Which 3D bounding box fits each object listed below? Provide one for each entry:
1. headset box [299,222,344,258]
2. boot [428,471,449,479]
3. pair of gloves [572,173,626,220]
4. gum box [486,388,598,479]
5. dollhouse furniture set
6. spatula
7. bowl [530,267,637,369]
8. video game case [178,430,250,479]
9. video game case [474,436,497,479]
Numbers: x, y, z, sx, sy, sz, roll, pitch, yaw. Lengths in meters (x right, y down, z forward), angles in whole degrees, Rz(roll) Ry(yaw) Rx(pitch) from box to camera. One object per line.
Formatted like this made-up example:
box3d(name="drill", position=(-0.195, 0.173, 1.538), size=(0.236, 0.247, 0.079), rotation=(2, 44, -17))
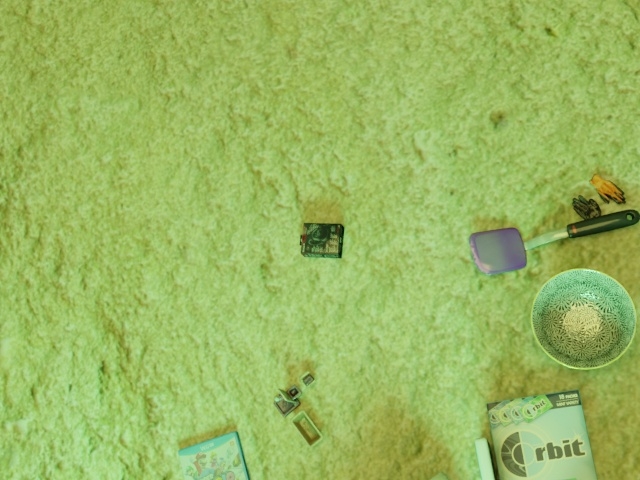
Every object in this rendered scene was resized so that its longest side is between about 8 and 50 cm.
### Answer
box3d(name="headset box", position=(0.000, 0.000, 1.682), size=(0.083, 0.032, 0.062), rotation=(1, 74, 16))
box3d(name="boot", position=(0.162, 0.496, 1.414), size=(0.244, 0.088, 0.176), rotation=(-19, 66, -37))
box3d(name="pair of gloves", position=(0.497, -0.070, 1.583), size=(0.074, 0.010, 0.083), rotation=(42, 91, 20))
box3d(name="gum box", position=(0.371, 0.352, 1.480), size=(0.157, 0.041, 0.184), rotation=(-11, 71, 12))
box3d(name="dollhouse furniture set", position=(-0.029, 0.301, 1.578), size=(0.091, 0.081, 0.114), rotation=(-40, 69, 1))
box3d(name="spatula", position=(0.416, -0.007, 1.571), size=(0.296, 0.030, 0.084), rotation=(-15, 72, 14))
box3d(name="bowl", position=(0.443, 0.138, 1.500), size=(0.170, 0.080, 0.170), rotation=(-4, 73, 14))
box3d(name="video game case", position=(-0.186, 0.446, 1.615), size=(0.119, 0.015, 0.166), rotation=(-21, 70, 9))
box3d(name="video game case", position=(0.277, 0.415, 1.416), size=(0.022, 0.173, 0.190), rotation=(-11, 72, 9))
